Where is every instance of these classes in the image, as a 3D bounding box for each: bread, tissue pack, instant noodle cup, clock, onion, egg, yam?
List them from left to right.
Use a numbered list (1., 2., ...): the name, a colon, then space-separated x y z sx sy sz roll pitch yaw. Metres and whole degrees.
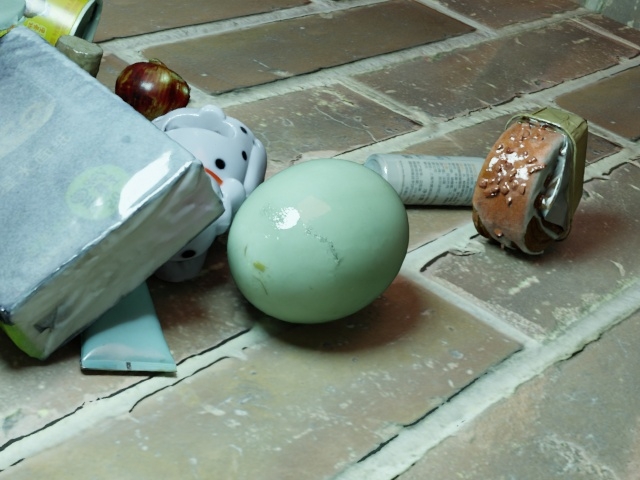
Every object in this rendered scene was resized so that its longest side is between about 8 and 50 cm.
1. instant noodle cup: -0.495 -0.378 2.092 0.236 0.215 0.215 25 28 -1
2. tissue pack: -0.345 -0.068 1.528 0.288 0.124 0.394 -40 52 -16
3. yam: -0.380 -0.248 1.962 0.084 0.127 0.084 15 28 -8
4. onion: -0.267 -0.233 2.007 0.117 0.118 0.118 2 21 25
5. clock: -0.169 -0.053 1.656 0.189 0.189 0.254 14 26 -5
6. egg: 0.000 0.000 1.615 0.203 0.203 0.283 29 26 23
7. bread: 0.316 -0.086 1.941 0.142 0.224 0.212 25 48 31

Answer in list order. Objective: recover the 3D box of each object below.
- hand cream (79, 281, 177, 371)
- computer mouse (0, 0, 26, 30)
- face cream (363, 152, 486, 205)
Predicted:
1. hand cream: -0.251 0.056 1.553 0.111 0.070 0.312 6 37 -21
2. computer mouse: -0.493 -0.316 1.641 0.231 0.079 0.128 27 30 7
3. face cream: 0.198 -0.095 2.032 0.269 0.082 0.082 1 31 -28
